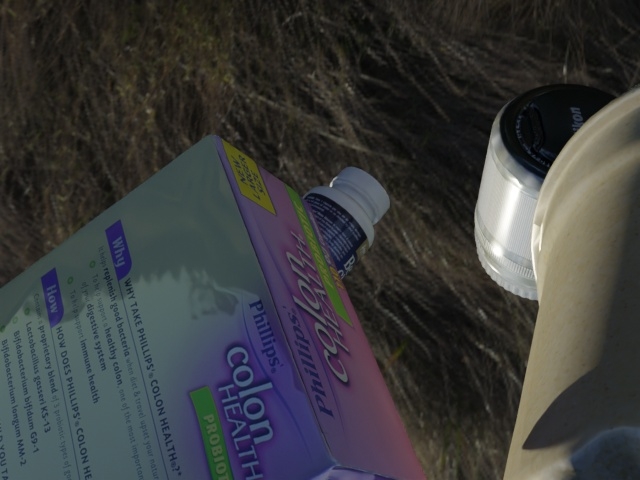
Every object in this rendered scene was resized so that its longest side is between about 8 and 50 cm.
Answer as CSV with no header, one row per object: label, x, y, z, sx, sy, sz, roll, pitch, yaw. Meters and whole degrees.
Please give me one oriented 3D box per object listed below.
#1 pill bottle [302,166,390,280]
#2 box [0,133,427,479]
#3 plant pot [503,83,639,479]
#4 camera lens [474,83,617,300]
pill bottle,0.000,0.000,0.940,0.094,0.169,0.094,35,158,17
box,-0.095,0.100,0.518,0.243,0.213,0.117,-34,146,16
plant pot,0.254,0.100,0.512,0.334,0.305,0.334,16,129,21
camera lens,0.341,-0.069,1.233,0.219,0.219,0.274,10,142,8
